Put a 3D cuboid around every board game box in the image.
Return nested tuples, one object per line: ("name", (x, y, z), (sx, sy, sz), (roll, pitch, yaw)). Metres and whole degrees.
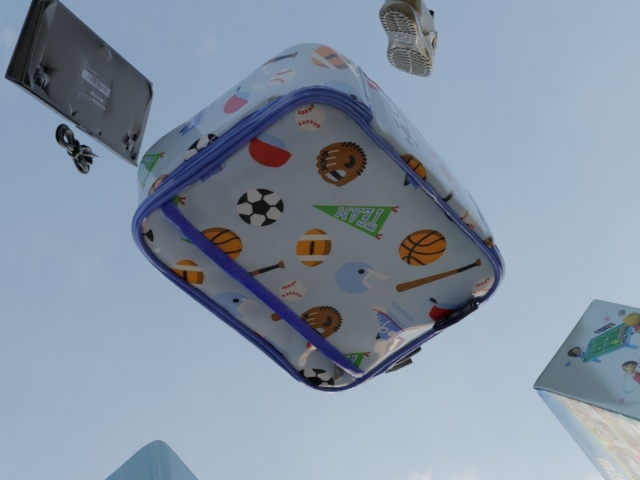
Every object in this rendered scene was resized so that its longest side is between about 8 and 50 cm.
("board game box", (0.331, 0.164, 0.701), (0.097, 0.303, 0.224), (-51, -60, -18))

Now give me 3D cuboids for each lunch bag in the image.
("lunch bag", (0.000, 0.000, 0.871), (0.243, 0.115, 0.303), (-35, -56, 17))

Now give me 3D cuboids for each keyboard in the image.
("keyboard", (-0.194, -0.113, 0.829), (0.023, 0.180, 0.108), (6, -104, 21))

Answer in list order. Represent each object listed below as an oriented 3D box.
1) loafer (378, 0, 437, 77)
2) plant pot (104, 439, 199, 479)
("loafer", (0.098, -0.220, 1.070), (0.056, 0.148, 0.050), (20, -103, 15))
("plant pot", (-0.152, 0.378, 0.900), (0.248, 0.252, 0.247), (-40, -76, -5))
